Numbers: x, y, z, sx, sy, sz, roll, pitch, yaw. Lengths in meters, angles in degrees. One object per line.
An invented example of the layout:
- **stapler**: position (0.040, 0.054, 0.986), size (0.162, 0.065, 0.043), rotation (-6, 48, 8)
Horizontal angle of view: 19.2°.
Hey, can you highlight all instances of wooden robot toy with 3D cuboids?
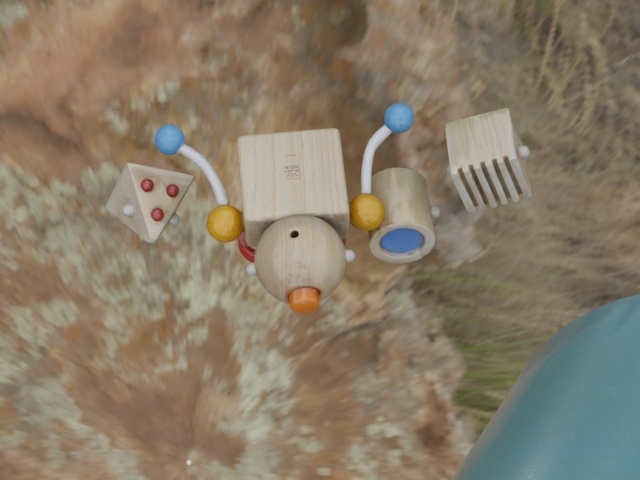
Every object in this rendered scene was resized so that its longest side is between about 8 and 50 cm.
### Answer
- **wooden robot toy**: position (0.000, 0.000, 0.756), size (0.173, 0.076, 0.079), rotation (-5, 52, -1)

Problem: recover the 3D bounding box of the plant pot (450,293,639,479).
- **plant pot**: position (0.150, 0.204, 0.802), size (0.293, 0.293, 0.235), rotation (46, 46, 2)
